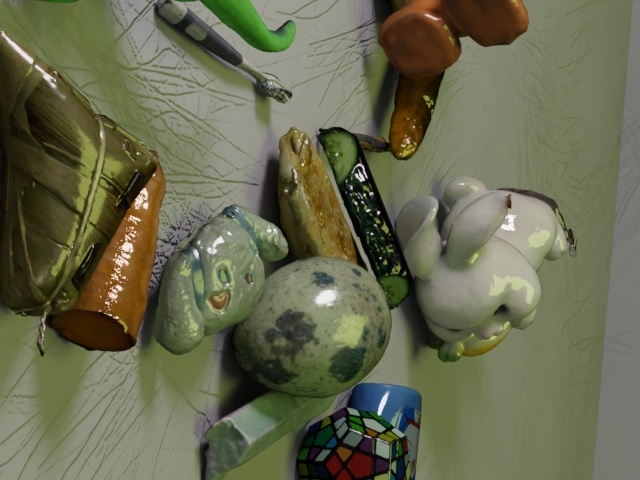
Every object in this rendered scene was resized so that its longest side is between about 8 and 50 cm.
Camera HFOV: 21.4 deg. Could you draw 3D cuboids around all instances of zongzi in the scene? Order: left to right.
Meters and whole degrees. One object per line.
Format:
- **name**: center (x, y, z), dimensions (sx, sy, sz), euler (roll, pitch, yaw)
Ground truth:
- **zongzi**: center (-0.226, -0.037, 1.243), dimensions (0.178, 0.081, 0.189), euler (45, 60, -35)

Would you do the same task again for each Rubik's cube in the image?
- **Rubik's cube**: center (0.038, 0.252, 1.889), dimensions (0.133, 0.112, 0.133), euler (0, 90, -71)

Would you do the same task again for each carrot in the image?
- **carrot**: center (-0.160, 0.000, 1.397), dimensions (0.072, 0.072, 0.205), euler (70, 26, -45)
- **carrot**: center (0.126, -0.206, 2.154), dimensions (0.314, 0.066, 0.066), euler (-72, 154, -43)

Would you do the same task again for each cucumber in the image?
- **cucumber**: center (0.049, -0.031, 1.869), dimensions (0.070, 0.046, 0.220), euler (7, 60, -80)

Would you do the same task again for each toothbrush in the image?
- **toothbrush**: center (-0.089, -0.180, 1.634), dimensions (0.024, 0.026, 0.288), euler (-46, 157, 5)
- **toothbrush**: center (0.065, -0.120, 2.066), dimensions (0.321, 0.023, 0.031), euler (-18, 101, -70)

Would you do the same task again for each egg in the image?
- **egg**: center (-0.010, 0.090, 1.705), dimensions (0.181, 0.141, 0.141), euler (-20, 112, -44)

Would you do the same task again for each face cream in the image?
- **face cream**: center (0.066, 0.305, 2.013), dimensions (0.149, 0.083, 0.264), euler (33, 61, -66)

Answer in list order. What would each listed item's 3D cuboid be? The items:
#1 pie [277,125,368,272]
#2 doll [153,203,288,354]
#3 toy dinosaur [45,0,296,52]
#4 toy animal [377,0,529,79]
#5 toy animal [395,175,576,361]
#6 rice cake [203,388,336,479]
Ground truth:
- **pie**: center (0.000, 0.000, 1.824), dimensions (0.282, 0.068, 0.129), euler (71, 13, -47)
- **doll**: center (-0.097, 0.032, 1.567), dimensions (0.214, 0.071, 0.103), euler (-41, 118, -53)
- **toy dinosaur**: center (-0.153, -0.350, 1.366), dimensions (0.500, 0.144, 0.374), euler (0, 79, -73)
- **toy animal**: center (0.172, -0.362, 2.105), dimensions (0.191, 0.216, 0.338), euler (51, 34, -21)
- **toy animal**: center (0.216, 0.030, 2.283), dimensions (0.310, 0.183, 0.247), euler (-32, 116, -61)
- **rice cake**: center (-0.052, 0.185, 1.743), dimensions (0.081, 0.051, 0.290), euler (-59, 167, 18)
